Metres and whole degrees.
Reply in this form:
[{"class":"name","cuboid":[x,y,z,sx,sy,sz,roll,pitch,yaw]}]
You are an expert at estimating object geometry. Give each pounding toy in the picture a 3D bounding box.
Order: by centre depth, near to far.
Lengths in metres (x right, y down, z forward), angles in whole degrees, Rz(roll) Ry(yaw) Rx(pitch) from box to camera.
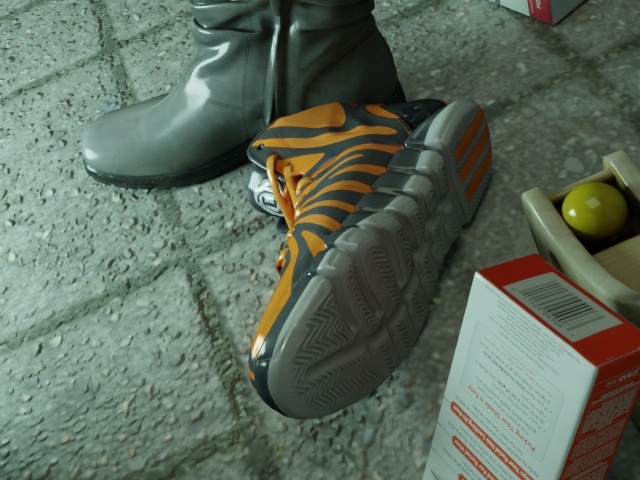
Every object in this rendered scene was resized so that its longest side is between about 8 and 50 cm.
[{"class":"pounding toy","cuboid":[0.183,0.063,0.544,0.154,0.154,0.270,-23,44,0]}]

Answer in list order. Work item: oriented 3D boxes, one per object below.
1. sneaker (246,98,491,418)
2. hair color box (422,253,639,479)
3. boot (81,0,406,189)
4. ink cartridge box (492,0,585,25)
[{"class":"sneaker","cuboid":[0.000,0.000,0.717,0.180,0.125,0.321,8,42,33]},{"class":"hair color box","cuboid":[0.119,0.104,0.521,0.053,0.167,0.093,-13,38,-32]},{"class":"boot","cuboid":[-0.099,-0.176,0.828,0.338,0.223,0.118,-12,47,11]},{"class":"ink cartridge box","cuboid":[0.216,-0.286,0.919,0.099,0.056,0.135,-40,48,-15]}]
